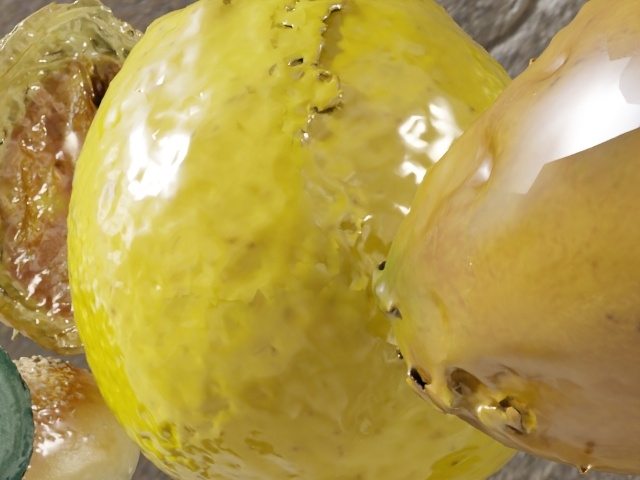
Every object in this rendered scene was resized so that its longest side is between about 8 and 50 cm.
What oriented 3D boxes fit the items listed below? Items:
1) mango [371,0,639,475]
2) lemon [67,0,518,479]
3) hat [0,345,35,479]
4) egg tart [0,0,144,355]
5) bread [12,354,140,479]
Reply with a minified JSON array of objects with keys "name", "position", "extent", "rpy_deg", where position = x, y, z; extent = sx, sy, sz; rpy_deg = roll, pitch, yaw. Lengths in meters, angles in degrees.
[{"name":"mango","position":[0.116,-0.011,0.522],"extent":[0.248,0.151,0.156],"rpy_deg":[-31,56,44]},{"name":"lemon","position":[0.000,0.000,0.829],"extent":[0.253,0.253,0.310],"rpy_deg":[-22,63,23]},{"name":"hat","position":[-0.255,0.101,0.934],"extent":[0.078,0.191,0.138],"rpy_deg":[113,139,-62]},{"name":"egg tart","position":[-0.244,-0.050,1.717],"extent":[0.351,0.153,0.339],"rpy_deg":[31,83,-36]},{"name":"bread","position":[-0.340,0.229,1.636],"extent":[0.314,0.192,0.171],"rpy_deg":[-16,103,0]}]
